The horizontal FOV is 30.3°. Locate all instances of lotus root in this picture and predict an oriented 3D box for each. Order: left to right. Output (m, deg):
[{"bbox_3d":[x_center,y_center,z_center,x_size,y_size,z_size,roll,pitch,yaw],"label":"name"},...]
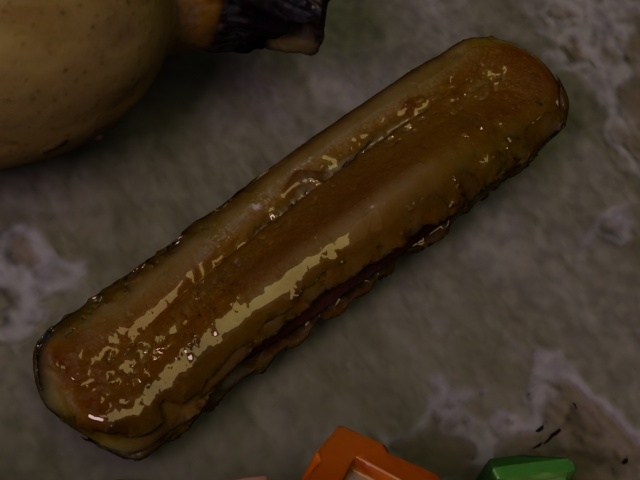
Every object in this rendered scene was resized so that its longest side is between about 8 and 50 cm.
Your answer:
[{"bbox_3d":[-0.146,-0.117,0.506,0.310,0.183,0.182,-3,70,-17],"label":"lotus root"}]

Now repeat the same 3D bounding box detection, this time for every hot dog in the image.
[{"bbox_3d":[-0.001,-0.001,0.552,0.289,0.068,0.083,-36,58,-19],"label":"hot dog"}]

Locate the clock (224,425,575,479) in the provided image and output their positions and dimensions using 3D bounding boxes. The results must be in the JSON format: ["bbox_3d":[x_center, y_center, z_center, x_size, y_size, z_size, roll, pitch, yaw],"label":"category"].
[{"bbox_3d":[0.044,0.195,0.417,0.220,0.106,0.255,0,41,-29],"label":"clock"}]

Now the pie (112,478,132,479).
[{"bbox_3d":[-0.082,0.143,0.498,0.085,0.020,0.084,5,69,-12],"label":"pie"}]
